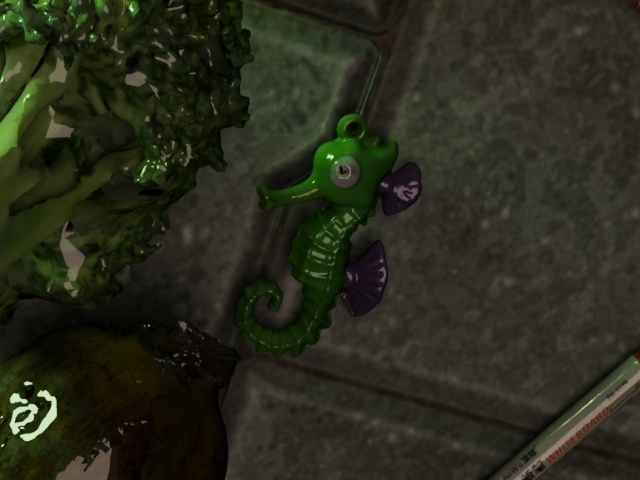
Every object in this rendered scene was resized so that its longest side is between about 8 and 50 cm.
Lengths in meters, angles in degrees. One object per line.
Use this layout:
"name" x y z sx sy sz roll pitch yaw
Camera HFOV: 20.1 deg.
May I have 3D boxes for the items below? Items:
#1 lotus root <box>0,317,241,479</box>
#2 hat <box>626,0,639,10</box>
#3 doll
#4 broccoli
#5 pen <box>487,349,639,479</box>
"lotus root" -0.203 0.207 1.237 0.179 0.196 0.397 42 97 17
"hat" 0.289 -0.287 1.215 0.286 0.107 0.236 -41 118 10
"doll" 0.000 0.000 1.289 0.115 0.050 0.190 14 106 -16
"broccoli" -0.225 -0.069 1.120 0.375 0.302 0.249 -41 81 33
"pen" 0.167 0.163 1.372 0.239 0.028 0.028 -41 108 4
